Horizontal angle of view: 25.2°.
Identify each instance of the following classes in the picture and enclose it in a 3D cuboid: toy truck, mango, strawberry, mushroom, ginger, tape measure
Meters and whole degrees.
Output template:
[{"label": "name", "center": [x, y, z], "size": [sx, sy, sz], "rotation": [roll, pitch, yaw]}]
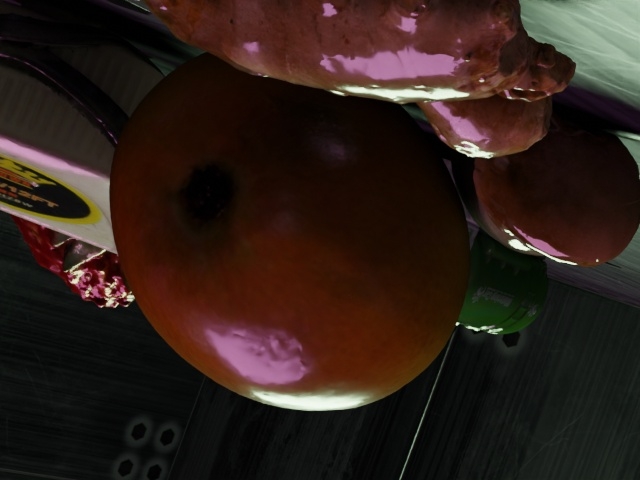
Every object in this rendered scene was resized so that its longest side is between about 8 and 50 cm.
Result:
[{"label": "toy truck", "center": [0.108, 0.001, 1.106], "size": [0.101, 0.125, 0.242], "rotation": [21, 179, 32]}, {"label": "mango", "center": [-0.011, -0.013, 0.811], "size": [0.211, 0.173, 0.317], "rotation": [41, -172, 2]}, {"label": "strawberry", "center": [-0.251, -0.066, 1.326], "size": [0.137, 0.233, 0.306], "rotation": [-12, -160, -31]}, {"label": "mushroom", "center": [0.104, -0.033, 0.753], "size": [0.084, 0.071, 0.209], "rotation": [26, -177, -7]}, {"label": "ginger", "center": [-0.022, -0.087, 0.452], "size": [0.176, 0.053, 0.193], "rotation": [20, 172, 33]}, {"label": "tape measure", "center": [-0.183, -0.087, 1.066], "size": [0.271, 0.133, 0.231], "rotation": [24, 163, -11]}]

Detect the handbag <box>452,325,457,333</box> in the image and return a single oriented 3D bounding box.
[{"label": "handbag", "center": [0.000, 0.000, 1.257], "size": [0.254, 0.181, 0.181], "rotation": [21, 145, 48]}]
